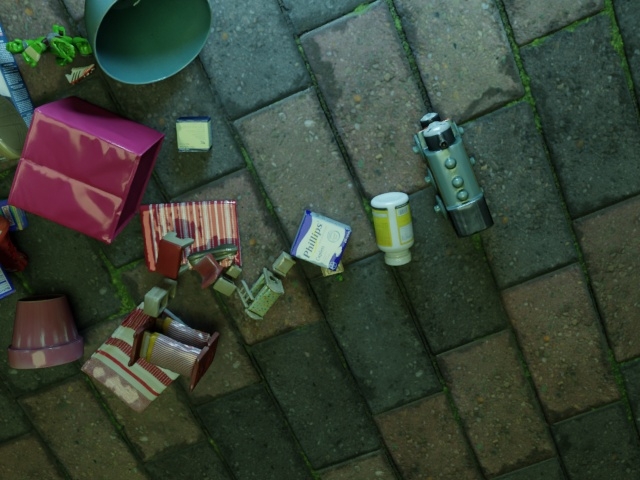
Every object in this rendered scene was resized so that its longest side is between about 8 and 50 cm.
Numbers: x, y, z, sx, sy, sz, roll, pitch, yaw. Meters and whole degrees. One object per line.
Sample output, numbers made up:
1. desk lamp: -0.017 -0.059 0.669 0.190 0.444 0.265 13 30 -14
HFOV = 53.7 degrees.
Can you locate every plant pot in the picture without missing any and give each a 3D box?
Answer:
1. plant pot: -0.427 -0.541 1.474 0.290 0.290 0.195 -41 68 14
2. plant pot: -0.781 0.250 1.790 0.201 0.201 0.181 -3 94 1

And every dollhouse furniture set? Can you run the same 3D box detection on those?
1. dollhouse furniture set: -0.376 0.192 1.705 0.201 0.152 0.374 19 115 6
2. dollhouse furniture set: -0.180 0.104 1.750 0.160 0.101 0.182 31 108 -25

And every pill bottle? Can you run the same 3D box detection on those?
1. pill bottle: 0.199 -0.031 1.717 0.103 0.103 0.184 -9 110 4

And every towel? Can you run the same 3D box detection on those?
1. towel: -0.363 -0.012 1.768 0.274 0.031 0.199 -3 108 0
2. towel: -0.529 0.349 1.895 0.237 0.037 0.329 41 105 -14

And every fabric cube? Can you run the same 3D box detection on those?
1. fabric cube: -0.579 -0.183 1.591 0.258 0.254 0.259 23 108 -9

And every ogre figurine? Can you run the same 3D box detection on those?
1. ogre figurine: -0.649 -0.477 1.556 0.196 0.118 0.097 -17 113 8

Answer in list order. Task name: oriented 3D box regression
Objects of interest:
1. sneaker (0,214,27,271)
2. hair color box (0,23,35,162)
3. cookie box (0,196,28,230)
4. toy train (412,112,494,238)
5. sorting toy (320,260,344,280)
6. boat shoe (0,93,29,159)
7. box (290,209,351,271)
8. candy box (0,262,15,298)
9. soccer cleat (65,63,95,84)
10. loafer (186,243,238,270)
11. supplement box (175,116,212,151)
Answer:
1. sneaker: -0.856 0.013 1.734 0.128 0.087 0.221 22 142 -33
2. hair color box: -0.849 -0.374 1.602 0.173 0.105 0.348 -14 108 5
3. cookie box: -0.878 -0.071 1.743 0.107 0.040 0.092 -7 111 3
4. toy train: 0.342 -0.164 1.622 0.142 0.190 0.334 -21 108 7
5. sorting toy: 0.035 0.081 1.806 0.061 0.012 0.083 -16 106 2
6. boat shoe: -0.833 -0.312 1.510 0.110 0.121 0.341 -41 92 26
7. box: 0.000 0.000 1.740 0.137 0.072 0.126 20 102 -6
8. candy box: -0.976 0.047 1.663 0.268 0.122 0.317 -19 98 39
9. soccer cleat: -0.616 -0.433 1.619 0.083 0.029 0.036 -31 111 15
10. loafer: -0.294 0.047 1.745 0.147 0.056 0.050 -11 108 12
11. supplement box: -0.330 -0.279 1.656 0.083 0.056 0.083 -1 109 1
